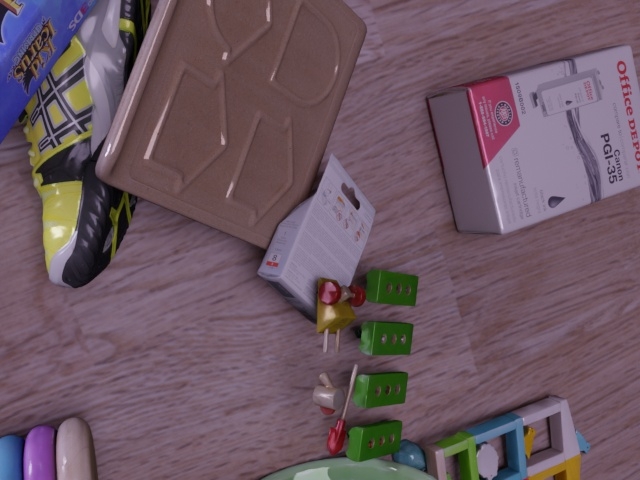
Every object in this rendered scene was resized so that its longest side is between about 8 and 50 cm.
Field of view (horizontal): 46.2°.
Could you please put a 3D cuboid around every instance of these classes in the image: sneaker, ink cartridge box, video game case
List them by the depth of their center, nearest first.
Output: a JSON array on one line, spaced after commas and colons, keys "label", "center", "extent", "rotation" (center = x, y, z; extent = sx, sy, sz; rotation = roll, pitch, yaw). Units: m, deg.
[{"label": "video game case", "center": [-0.374, -0.208, 0.729], "extent": [0.244, 0.061, 0.270], "rotation": [22, 73, 16]}, {"label": "sneaker", "center": [-0.278, -0.140, 0.840], "extent": [0.147, 0.145, 0.385], "rotation": [5, 86, -4]}, {"label": "ink cartridge box", "center": [0.000, 0.000, 0.964], "extent": [0.145, 0.045, 0.179], "rotation": [47, 55, -48]}, {"label": "ink cartridge box", "center": [0.317, -0.145, 1.067], "extent": [0.282, 0.117, 0.207], "rotation": [-18, 99, -20]}]

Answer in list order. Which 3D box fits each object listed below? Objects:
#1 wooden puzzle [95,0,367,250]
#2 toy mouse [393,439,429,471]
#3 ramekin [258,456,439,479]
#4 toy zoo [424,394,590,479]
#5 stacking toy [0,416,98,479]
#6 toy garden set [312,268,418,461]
[{"label": "wooden puzzle", "center": [-0.092, -0.174, 0.860], "extent": [0.347, 0.080, 0.322], "rotation": [27, 82, -57]}, {"label": "toy mouse", "center": [0.105, 0.330, 1.053], "extent": [0.160, 0.031, 0.143], "rotation": [-14, 98, -20]}, {"label": "ramekin", "center": [0.025, 0.401, 0.890], "extent": [0.303, 0.303, 0.148], "rotation": [-11, 105, -21]}, {"label": "toy zoo", "center": [0.291, 0.350, 1.114], "extent": [0.293, 0.030, 0.193], "rotation": [-12, 100, -26]}, {"label": "stacking toy", "center": [-0.411, 0.287, 0.804], "extent": [0.330, 0.141, 0.141], "rotation": [-7, 95, -15]}, {"label": "toy garden set", "center": [0.046, 0.158, 0.970], "extent": [0.203, 0.049, 0.245], "rotation": [11, 85, -55]}]
